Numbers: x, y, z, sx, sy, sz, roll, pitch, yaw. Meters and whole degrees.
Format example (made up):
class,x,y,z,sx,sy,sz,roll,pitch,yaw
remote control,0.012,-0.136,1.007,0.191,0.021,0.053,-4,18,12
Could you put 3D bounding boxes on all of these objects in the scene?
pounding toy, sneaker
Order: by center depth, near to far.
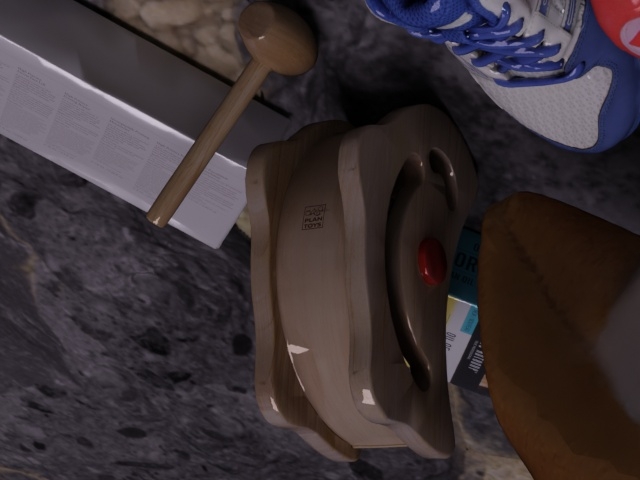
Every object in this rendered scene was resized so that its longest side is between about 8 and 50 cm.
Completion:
class,x,y,z,sx,sy,sz,roll,pitch,yaw
sneaker,0.071,-0.130,0.739,0.112,0.131,0.296,-13,132,36
pounding toy,0.000,0.000,0.897,0.154,0.270,0.154,-7,171,31

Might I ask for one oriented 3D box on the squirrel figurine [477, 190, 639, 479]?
class,x,y,z,sx,sy,sz,roll,pitch,yaw
squirrel figurine,0.292,0.176,0.794,0.281,0.397,0.370,-18,140,30

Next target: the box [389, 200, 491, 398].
class,x,y,z,sx,sy,sz,roll,pitch,yaw
box,0.088,0.044,1.003,0.244,0.060,0.100,21,144,4

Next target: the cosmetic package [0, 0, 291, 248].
class,x,y,z,sx,sy,sz,roll,pitch,yaw
cosmetic package,-0.147,-0.093,0.961,0.239,0.060,0.099,29,145,-7

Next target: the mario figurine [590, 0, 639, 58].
class,x,y,z,sx,sy,sz,roll,pitch,yaw
mario figurine,0.237,-0.157,0.575,0.320,0.170,0.198,-35,80,41
